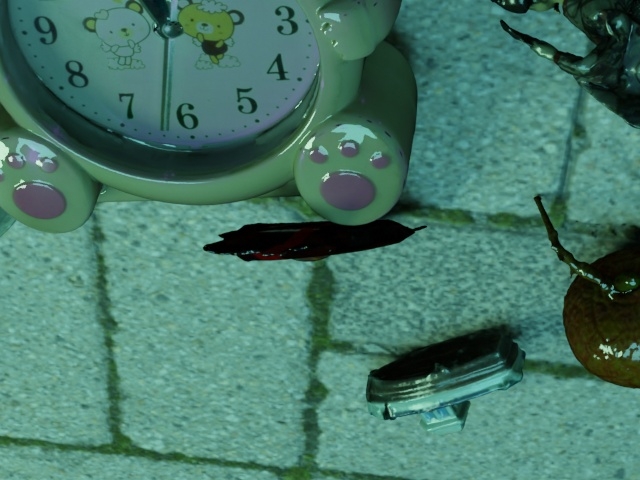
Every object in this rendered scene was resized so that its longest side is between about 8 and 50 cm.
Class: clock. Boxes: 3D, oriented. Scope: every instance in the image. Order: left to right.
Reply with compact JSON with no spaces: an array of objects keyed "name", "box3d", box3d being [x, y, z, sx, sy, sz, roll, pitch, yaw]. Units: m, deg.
[{"name":"clock","box3d":[-0.092,-0.144,0.987,0.284,0.114,0.309,-1,135,12]}]

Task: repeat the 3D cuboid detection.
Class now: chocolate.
[{"name":"chocolate","box3d":[0.000,0.000,1.095,0.086,0.028,0.182,-1,-179,27]}]

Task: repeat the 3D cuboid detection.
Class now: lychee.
[{"name":"lychee","box3d":[0.212,0.049,1.143,0.140,0.114,0.101,14,105,-32]}]

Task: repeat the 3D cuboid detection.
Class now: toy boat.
[{"name":"toy boat","box3d":[0.096,0.115,1.259,0.140,0.059,0.066,-17,113,28]}]

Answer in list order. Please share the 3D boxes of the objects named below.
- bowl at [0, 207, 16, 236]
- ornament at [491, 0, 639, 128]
[{"name":"bowl","box3d":[-0.362,-0.036,1.120,0.313,0.146,0.313,6,137,5]},{"name":"ornament","box3d":[0.170,-0.110,0.972,0.196,0.166,0.153,28,114,8]}]
